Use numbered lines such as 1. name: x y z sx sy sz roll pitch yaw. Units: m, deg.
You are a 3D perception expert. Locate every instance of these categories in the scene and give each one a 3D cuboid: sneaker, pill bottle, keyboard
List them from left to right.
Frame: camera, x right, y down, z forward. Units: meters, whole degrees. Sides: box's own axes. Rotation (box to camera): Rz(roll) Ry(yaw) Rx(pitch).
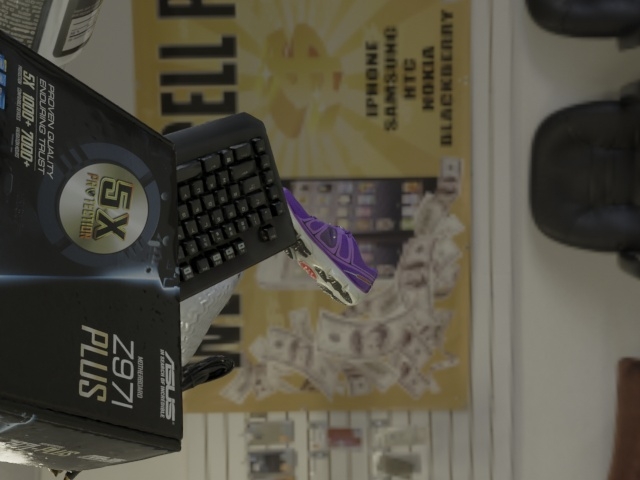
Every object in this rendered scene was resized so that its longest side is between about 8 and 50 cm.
1. pill bottle: -0.392 -0.361 1.273 0.210 0.210 0.363 -92 26 -43
2. keyboard: -0.130 0.040 0.659 0.317 0.033 0.201 -26 -69 -42
3. sneaker: -0.209 0.015 1.084 0.137 0.210 0.366 -58 11 5
4. sneaker: 0.000 0.000 1.128 0.071 0.170 0.068 -46 11 -26

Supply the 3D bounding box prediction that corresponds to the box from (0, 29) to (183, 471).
1. box: -0.142 0.012 0.467 0.147 0.078 0.180 34 -135 -54
